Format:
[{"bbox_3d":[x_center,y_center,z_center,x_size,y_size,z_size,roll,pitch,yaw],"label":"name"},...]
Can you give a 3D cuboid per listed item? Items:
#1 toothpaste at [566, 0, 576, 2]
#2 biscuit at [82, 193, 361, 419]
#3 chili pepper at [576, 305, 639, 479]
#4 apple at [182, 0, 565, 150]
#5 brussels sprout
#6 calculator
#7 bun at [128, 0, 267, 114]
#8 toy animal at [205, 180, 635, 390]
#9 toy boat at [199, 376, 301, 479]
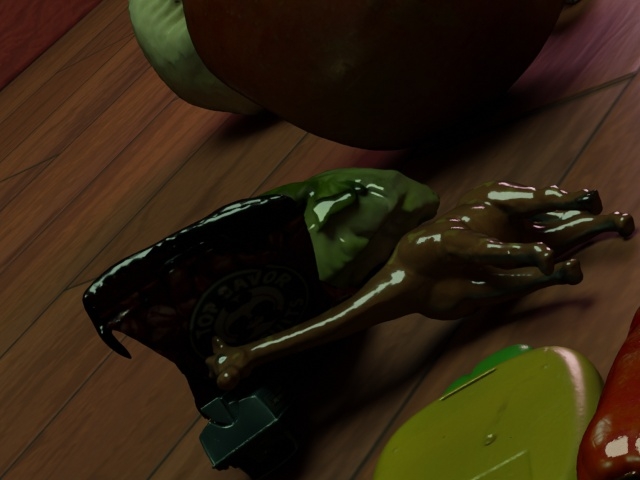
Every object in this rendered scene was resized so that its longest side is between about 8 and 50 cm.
[{"bbox_3d":[0.200,-0.248,1.816,0.037,0.043,0.178,-39,17,-11],"label":"toothpaste"},{"bbox_3d":[-0.053,0.049,1.297,0.151,0.235,0.063,-36,61,1],"label":"biscuit"},{"bbox_3d":[0.165,0.082,0.939,0.071,0.063,0.272,-15,20,21],"label":"chili pepper"},{"bbox_3d":[0.041,-0.221,1.618,0.319,0.319,0.277,-72,5,-64],"label":"apple"},{"bbox_3d":[-0.001,-0.003,1.461,0.181,0.100,0.139,-40,-7,24],"label":"brussels sprout"},{"bbox_3d":[0.088,0.118,1.034,0.146,0.032,0.235,-31,18,15],"label":"calculator"},{"bbox_3d":[-0.032,-0.290,2.113,0.361,0.213,0.361,-23,49,28],"label":"bun"},{"bbox_3d":[0.060,0.030,1.220,0.229,0.066,0.224,-7,23,40],"label":"toy animal"},{"bbox_3d":[-0.041,0.118,1.264,0.055,0.060,0.141,-37,0,7],"label":"toy boat"}]
